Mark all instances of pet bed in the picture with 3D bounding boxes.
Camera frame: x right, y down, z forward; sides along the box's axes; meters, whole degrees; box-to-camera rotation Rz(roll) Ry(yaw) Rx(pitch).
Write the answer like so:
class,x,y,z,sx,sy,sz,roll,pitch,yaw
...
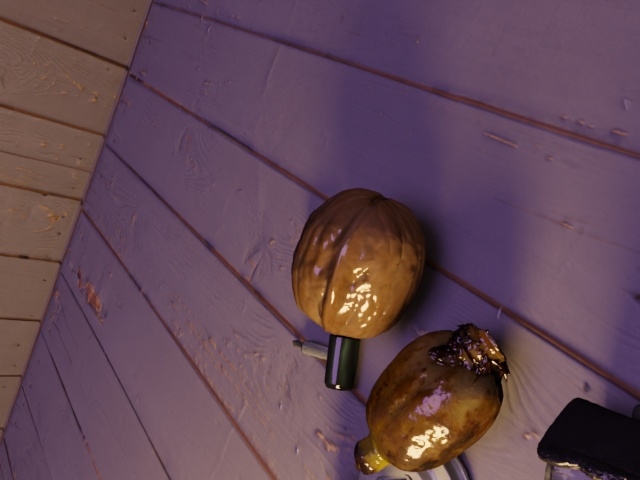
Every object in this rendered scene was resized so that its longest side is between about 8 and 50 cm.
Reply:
class,x,y,z,sx,sy,sz,roll,pitch,yaw
pet bed,0.363,0.265,0.589,0.211,0.183,0.159,5,90,50

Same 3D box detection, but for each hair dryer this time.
class,x,y,z,sx,sy,sz,roll,pitch,yaw
hair dryer,0.000,0.224,1.089,0.198,0.057,0.100,3,83,56

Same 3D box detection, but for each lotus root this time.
class,x,y,z,sx,sy,sz,roll,pitch,yaw
lotus root,0.161,0.243,0.829,0.314,0.141,0.169,-49,34,20

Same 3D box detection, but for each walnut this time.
class,x,y,z,sx,sy,sz,roll,pitch,yaw
walnut,0.062,0.044,0.943,0.225,0.225,0.260,30,108,46

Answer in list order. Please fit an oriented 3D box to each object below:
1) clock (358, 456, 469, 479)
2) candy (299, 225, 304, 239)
class,x,y,z,sx,sy,sz,roll,pitch,yaw
clock,0.135,0.416,0.888,0.236,0.053,0.236,-15,69,43
candy,0.000,0.000,1.139,0.103,0.043,0.103,-13,71,44
